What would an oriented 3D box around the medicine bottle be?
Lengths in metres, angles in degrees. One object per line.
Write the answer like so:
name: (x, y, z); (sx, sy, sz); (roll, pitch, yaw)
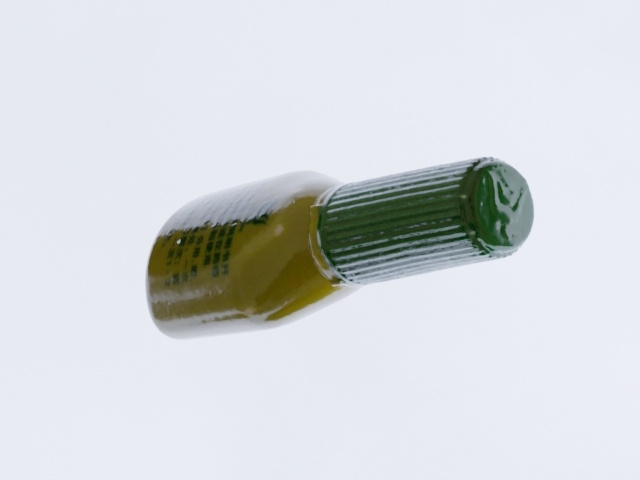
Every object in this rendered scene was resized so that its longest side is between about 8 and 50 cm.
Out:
medicine bottle: (0.000, 0.000, 0.715); (0.260, 0.064, 0.095); (-12, -134, 51)
